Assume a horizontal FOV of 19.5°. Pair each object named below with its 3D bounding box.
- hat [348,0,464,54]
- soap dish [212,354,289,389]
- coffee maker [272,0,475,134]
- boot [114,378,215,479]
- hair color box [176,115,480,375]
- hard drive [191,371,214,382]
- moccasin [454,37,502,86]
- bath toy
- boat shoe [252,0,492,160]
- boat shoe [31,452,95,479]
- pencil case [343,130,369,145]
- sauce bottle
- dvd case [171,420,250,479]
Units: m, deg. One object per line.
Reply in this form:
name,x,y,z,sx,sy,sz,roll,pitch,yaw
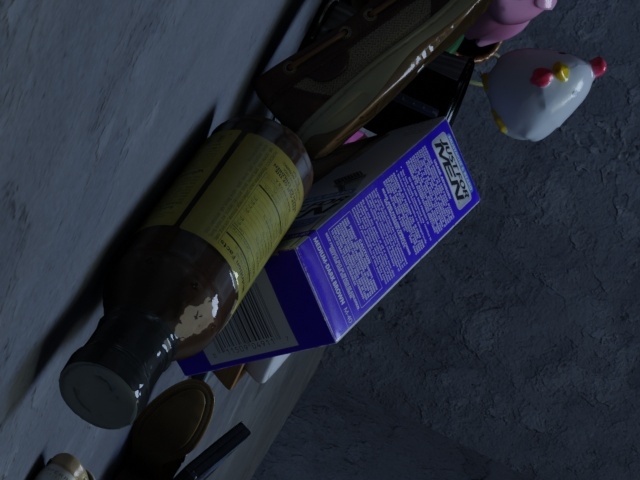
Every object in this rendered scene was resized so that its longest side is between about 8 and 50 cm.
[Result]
hat,0.056,-0.270,2.177,0.183,0.173,0.208,0,-115,55
soap dish,-0.047,0.024,2.175,0.229,0.118,0.291,-65,175,18
coffee maker,0.058,-0.154,2.016,0.171,0.178,0.120,-67,173,27
boot,-0.172,0.220,2.169,0.197,0.073,0.152,-53,177,18
hair color box,0.000,0.000,1.836,0.185,0.110,0.339,-14,-166,34
hard drive,-0.122,0.113,2.393,0.135,0.022,0.094,-65,175,15
moccasin,0.167,-0.267,2.287,0.139,0.147,0.380,-5,162,-38
bath toy,0.195,-0.279,1.966,0.129,0.348,0.151,-22,172,17
boat shoe,0.075,-0.231,1.822,0.342,0.123,0.123,-44,176,-10
boat shoe,-0.228,0.236,1.708,0.059,0.063,0.170,-56,172,-17
pencil case,-0.002,-0.060,2.408,0.098,0.095,0.209,75,34,-50
sauce bottle,-0.114,0.024,1.570,0.344,0.111,0.111,-56,171,-47
dvd case,-0.195,0.319,2.155,0.253,0.022,0.180,-46,175,20
